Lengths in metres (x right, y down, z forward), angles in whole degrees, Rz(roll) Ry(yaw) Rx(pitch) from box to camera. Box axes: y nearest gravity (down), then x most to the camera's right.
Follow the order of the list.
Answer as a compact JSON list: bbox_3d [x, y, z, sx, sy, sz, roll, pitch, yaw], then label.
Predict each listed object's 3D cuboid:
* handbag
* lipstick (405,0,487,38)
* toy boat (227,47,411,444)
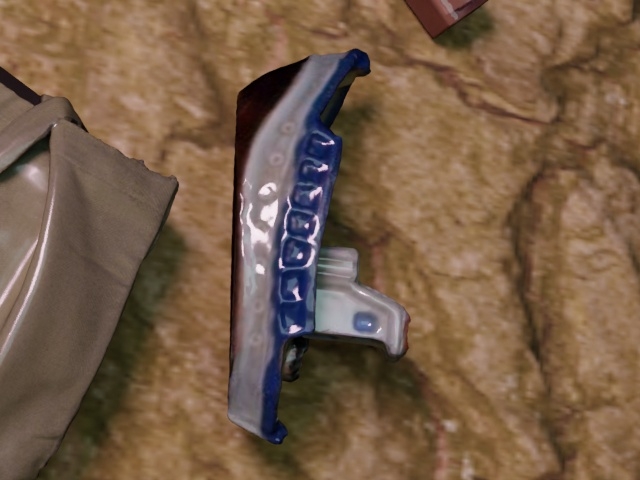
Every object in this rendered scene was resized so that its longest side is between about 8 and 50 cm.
[{"bbox_3d":[-0.257,-0.011,0.871,0.316,0.109,0.253,33,70,-4],"label":"handbag"},{"bbox_3d":[0.059,-0.216,1.030,0.045,0.045,0.145,-36,92,-17],"label":"lipstick"},{"bbox_3d":[0.000,0.000,0.940,0.115,0.114,0.262,1,78,-4],"label":"toy boat"}]
